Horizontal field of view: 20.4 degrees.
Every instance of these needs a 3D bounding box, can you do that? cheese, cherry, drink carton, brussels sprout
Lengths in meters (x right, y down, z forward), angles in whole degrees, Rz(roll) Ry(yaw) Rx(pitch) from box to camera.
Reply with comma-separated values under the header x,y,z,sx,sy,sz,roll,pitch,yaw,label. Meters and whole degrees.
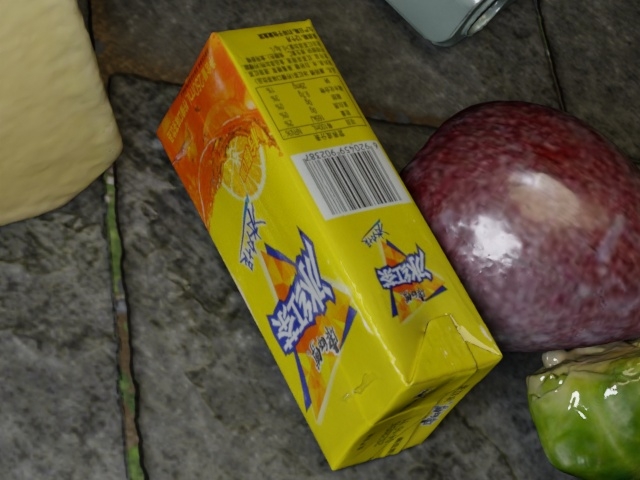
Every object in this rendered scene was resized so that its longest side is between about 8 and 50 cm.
x,y,z,sx,sy,sz,roll,pitch,yaw,label
-0.288,-0.129,1.290,0.384,0.384,0.104,-15,61,-36,cheese
0.179,-0.007,1.550,0.300,0.203,0.230,23,34,10,cherry
0.000,0.000,1.486,0.111,0.154,0.351,-14,64,-35,drink carton
0.259,0.149,1.546,0.149,0.152,0.122,-17,99,-63,brussels sprout

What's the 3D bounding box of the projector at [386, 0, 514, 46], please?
x,y,z,sx,sy,sz,roll,pitch,yaw,label
0.140,-0.328,1.839,0.198,0.108,0.250,44,46,7,projector
